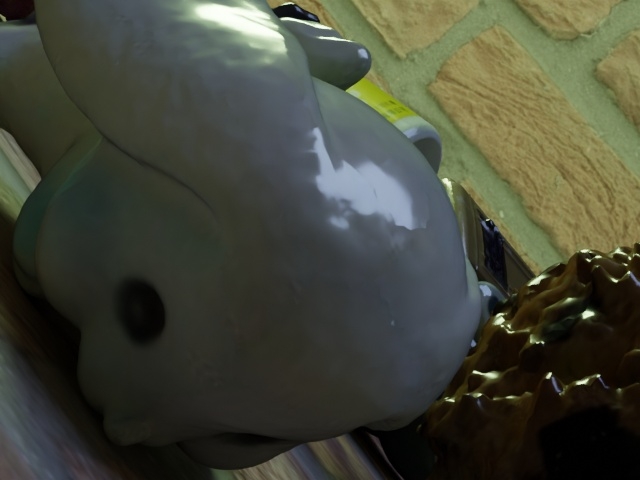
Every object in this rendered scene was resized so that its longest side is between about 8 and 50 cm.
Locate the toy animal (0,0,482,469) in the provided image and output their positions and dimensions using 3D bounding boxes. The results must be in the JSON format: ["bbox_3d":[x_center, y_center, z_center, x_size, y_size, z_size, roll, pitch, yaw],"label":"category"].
[{"bbox_3d":[-0.031,-0.010,0.839,0.289,0.174,0.249,53,5,39],"label":"toy animal"}]

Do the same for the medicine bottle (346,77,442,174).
[{"bbox_3d":[-0.030,-0.105,1.703,0.258,0.143,0.143,36,-2,24],"label":"medicine bottle"}]

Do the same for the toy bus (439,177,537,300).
[{"bbox_3d":[0.129,0.088,1.618,0.289,0.157,0.139,49,27,-34],"label":"toy bus"}]

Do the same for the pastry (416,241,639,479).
[{"bbox_3d":[0.219,0.172,1.149,0.337,0.292,0.405,49,0,-20],"label":"pastry"}]

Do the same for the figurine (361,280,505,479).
[{"bbox_3d":[0.061,0.070,1.357,0.193,0.140,0.265,53,2,20],"label":"figurine"}]

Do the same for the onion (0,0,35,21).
[{"bbox_3d":[-0.163,-0.219,1.283,0.177,0.177,0.153,47,35,-45],"label":"onion"}]
